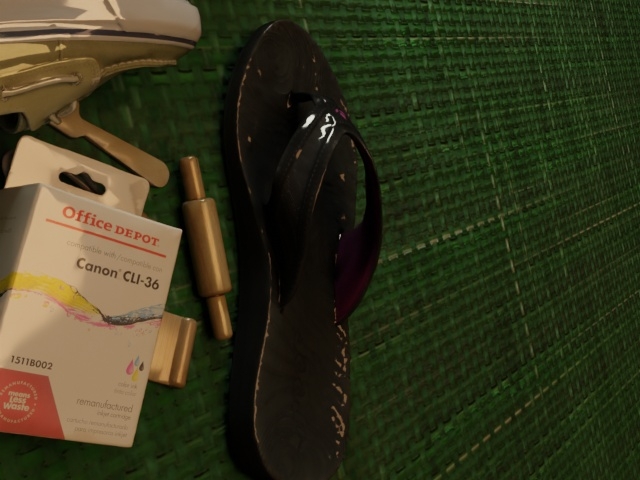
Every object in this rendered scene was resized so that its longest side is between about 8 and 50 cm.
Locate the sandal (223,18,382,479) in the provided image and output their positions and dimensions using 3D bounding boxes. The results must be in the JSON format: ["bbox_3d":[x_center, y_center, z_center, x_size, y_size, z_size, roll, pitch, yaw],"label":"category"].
[{"bbox_3d":[0.002,0.002,0.768,0.168,0.107,0.445,11,74,-48],"label":"sandal"}]

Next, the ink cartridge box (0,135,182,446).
[{"bbox_3d":[-0.171,0.033,0.565,0.115,0.067,0.198,20,75,-41],"label":"ink cartridge box"}]

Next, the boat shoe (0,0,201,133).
[{"bbox_3d":[-0.214,-0.122,0.565,0.302,0.109,0.094,-16,108,-41],"label":"boat shoe"}]

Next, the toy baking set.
[{"bbox_3d":[-0.153,-0.003,0.648,0.197,0.030,0.256,-5,85,-50],"label":"toy baking set"}]
